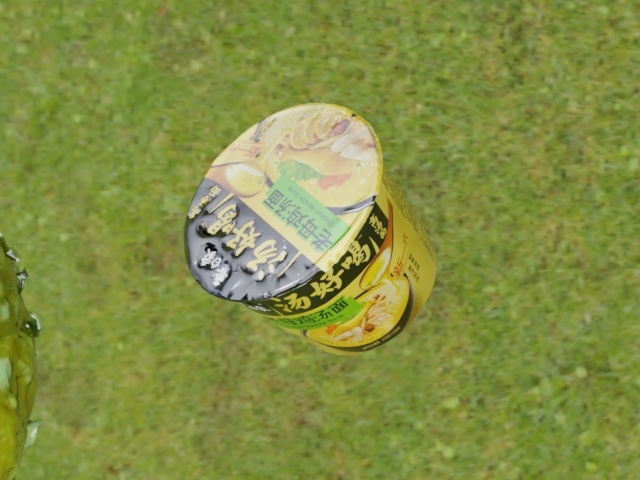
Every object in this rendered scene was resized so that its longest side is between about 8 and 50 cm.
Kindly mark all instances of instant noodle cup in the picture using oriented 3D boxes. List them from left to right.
[{"bbox_3d":[0.000,0.000,0.900,0.151,0.122,0.151,-17,53,23],"label":"instant noodle cup"}]

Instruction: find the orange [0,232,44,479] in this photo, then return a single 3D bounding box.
[{"bbox_3d":[-0.279,0.082,0.744,0.223,0.300,0.301,-14,54,20],"label":"orange"}]
